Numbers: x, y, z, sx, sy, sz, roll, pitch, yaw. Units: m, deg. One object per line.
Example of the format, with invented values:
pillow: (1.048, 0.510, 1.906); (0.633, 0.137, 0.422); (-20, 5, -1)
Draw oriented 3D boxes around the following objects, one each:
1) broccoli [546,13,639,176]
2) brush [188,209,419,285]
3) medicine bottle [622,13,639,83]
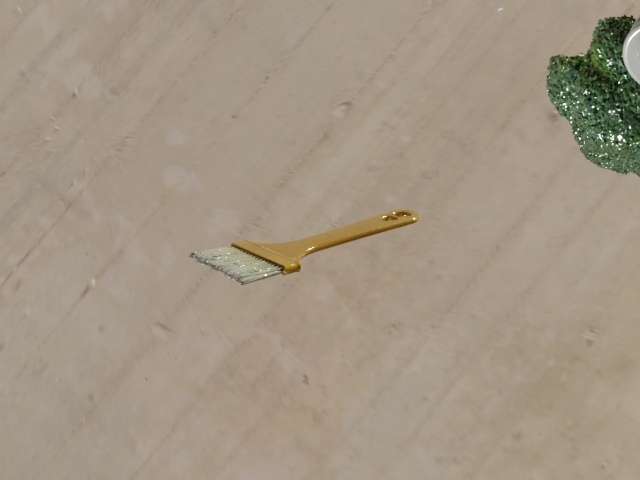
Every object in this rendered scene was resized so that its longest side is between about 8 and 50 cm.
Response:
broccoli: (0.437, -0.209, 1.409); (0.254, 0.269, 0.269); (41, -94, -26)
brush: (0.000, 0.000, 1.206); (0.272, 0.103, 0.013); (-16, -66, -34)
medicine bottle: (0.244, -0.145, 0.752); (0.058, 0.058, 0.091); (47, -128, -12)
